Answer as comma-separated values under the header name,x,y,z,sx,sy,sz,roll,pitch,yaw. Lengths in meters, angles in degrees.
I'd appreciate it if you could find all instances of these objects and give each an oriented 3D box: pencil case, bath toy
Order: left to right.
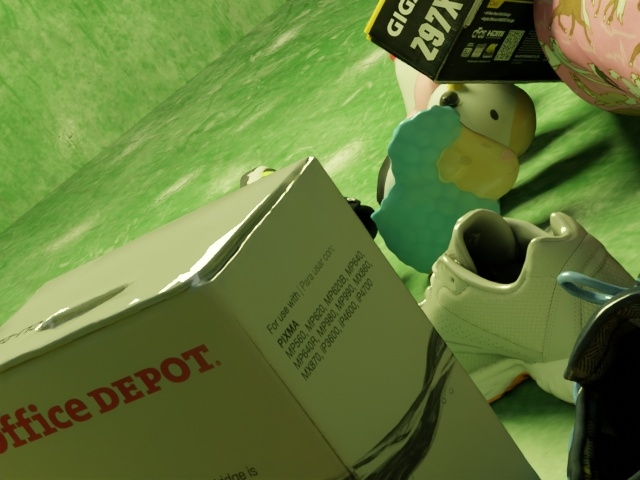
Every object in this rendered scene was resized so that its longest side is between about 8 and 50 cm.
name,x,y,z,sx,sy,sz,roll,pitch,yaw
bath toy,0.108,-0.104,1.536,0.151,0.129,0.348,-32,15,15
pencil case,0.266,-0.131,1.190,0.167,0.160,0.386,-5,13,-9

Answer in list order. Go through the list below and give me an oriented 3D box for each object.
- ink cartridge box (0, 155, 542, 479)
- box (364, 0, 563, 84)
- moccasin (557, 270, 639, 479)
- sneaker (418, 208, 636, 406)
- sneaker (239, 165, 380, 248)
name,x,y,z,sx,sy,sz,roll,pitch,yaw
ink cartridge box,-0.020,0.122,0.851,0.197,0.273,0.114,-24,20,37
box,0.192,-0.250,1.429,0.322,0.079,0.257,-10,-50,-58
moccasin,0.185,0.064,0.878,0.137,0.117,0.342,-30,17,20
sneaker,0.103,0.035,1.140,0.099,0.121,0.262,-44,17,-32
sneaker,0.000,0.000,1.482,0.097,0.084,0.235,-18,28,-6
